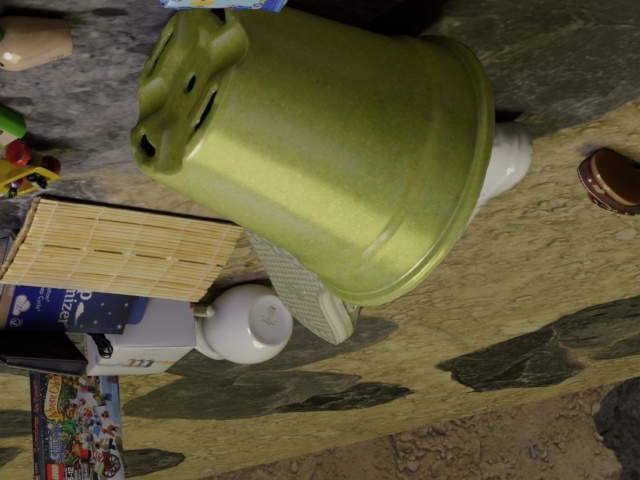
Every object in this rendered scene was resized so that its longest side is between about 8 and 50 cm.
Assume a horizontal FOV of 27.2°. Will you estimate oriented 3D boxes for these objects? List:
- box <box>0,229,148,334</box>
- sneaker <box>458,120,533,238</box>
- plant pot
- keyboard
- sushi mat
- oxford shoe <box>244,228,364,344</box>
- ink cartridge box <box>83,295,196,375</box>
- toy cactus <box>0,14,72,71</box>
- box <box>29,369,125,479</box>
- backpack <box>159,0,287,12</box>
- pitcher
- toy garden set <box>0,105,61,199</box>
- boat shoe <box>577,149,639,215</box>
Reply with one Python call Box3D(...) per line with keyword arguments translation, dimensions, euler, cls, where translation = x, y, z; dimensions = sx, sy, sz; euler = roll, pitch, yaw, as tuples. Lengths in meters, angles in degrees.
Box3D(translation=(-0.324, 0.060, 1.796), dimensions=(0.225, 0.036, 0.136), euler=(4, 115, -34), cls="box")
Box3D(translation=(0.110, -0.064, 1.616), dimensions=(0.169, 0.108, 0.292), euler=(4, 150, -26), cls="sneaker")
Box3D(translation=(-0.026, -0.104, 1.223), dimensions=(0.254, 0.276, 0.276), euler=(19, 150, -33), cls="plant pot")
Box3D(translation=(-0.386, 0.129, 1.833), dimensions=(0.201, 0.033, 0.317), euler=(6, -168, -27), cls="keyboard")
Box3D(translation=(-0.258, 0.016, 1.748), dimensions=(0.316, 0.019, 0.151), euler=(8, 128, -39), cls="sushi mat")
Box3D(translation=(0.000, 0.000, 1.744), dimensions=(0.130, 0.169, 0.449), euler=(-49, 158, -14), cls="oxford shoe")
Box3D(translation=(-0.275, 0.122, 1.986), dimensions=(0.127, 0.128, 0.176), euler=(1, 161, -25), cls="ink cartridge box")
Box3D(translation=(-0.308, -0.163, 1.165), dimensions=(0.180, 0.112, 0.219), euler=(-11, 156, -22), cls="toy cactus")
Box3D(translation=(-0.439, 0.327, 2.388), dimensions=(0.159, 0.233, 0.044), euler=(6, 159, -36), cls="box")
Box3D(translation=(-0.031, -0.242, 0.975), dimensions=(0.173, 0.117, 0.158), euler=(-2, 163, -25), cls="backpack")
Box3D(translation=(-0.154, 0.128, 2.093), dimensions=(0.178, 0.125, 0.207), euler=(20, 162, -30), cls="pitcher")
Box3D(translation=(-0.412, -0.056, 1.414), dimensions=(0.244, 0.049, 0.204), euler=(-28, 157, 15), cls="toy garden set")
Box3D(translation=(0.391, -0.066, 1.748), dimensions=(0.073, 0.073, 0.207), euler=(-23, 156, 35), cls="boat shoe")
